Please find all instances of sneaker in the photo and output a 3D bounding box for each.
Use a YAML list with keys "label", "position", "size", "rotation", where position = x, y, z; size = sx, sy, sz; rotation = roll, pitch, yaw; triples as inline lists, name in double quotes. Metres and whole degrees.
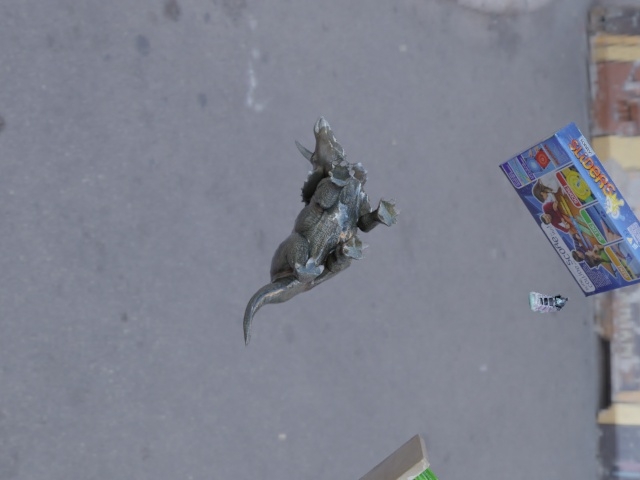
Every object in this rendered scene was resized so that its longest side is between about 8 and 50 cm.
- label: "sneaker"
  position: [0.440, 0.116, 1.931]
  size: [0.098, 0.069, 0.038]
  rotation: [15, 69, -61]

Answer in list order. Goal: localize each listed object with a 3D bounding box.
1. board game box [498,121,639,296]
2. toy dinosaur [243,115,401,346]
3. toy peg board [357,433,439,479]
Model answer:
- label: "board game box"
  position: [0.312, -0.033, 1.217]
  size: [0.035, 0.136, 0.201]
  rotation: [-34, 91, -22]
- label: "toy dinosaur"
  position: [0.000, 0.000, 1.212]
  size: [0.121, 0.160, 0.313]
  rotation: [24, 74, -12]
- label: "toy peg board"
  position: [0.109, 0.379, 1.487]
  size: [0.079, 0.161, 0.161]
  rotation: [51, 3, 1]
